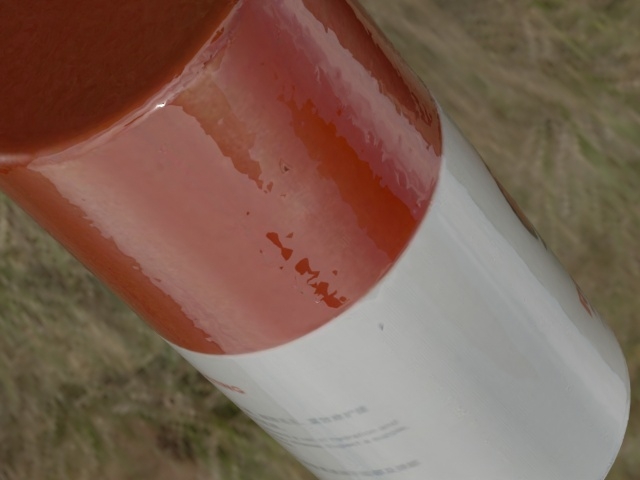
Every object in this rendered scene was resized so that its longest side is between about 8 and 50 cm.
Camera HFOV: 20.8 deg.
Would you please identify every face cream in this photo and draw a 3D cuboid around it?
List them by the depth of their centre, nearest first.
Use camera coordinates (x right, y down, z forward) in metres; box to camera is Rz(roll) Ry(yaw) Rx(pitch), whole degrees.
[{"bbox_3d":[0.000,0.000,0.462,0.096,0.096,0.214,-42,135,1],"label":"face cream"}]
